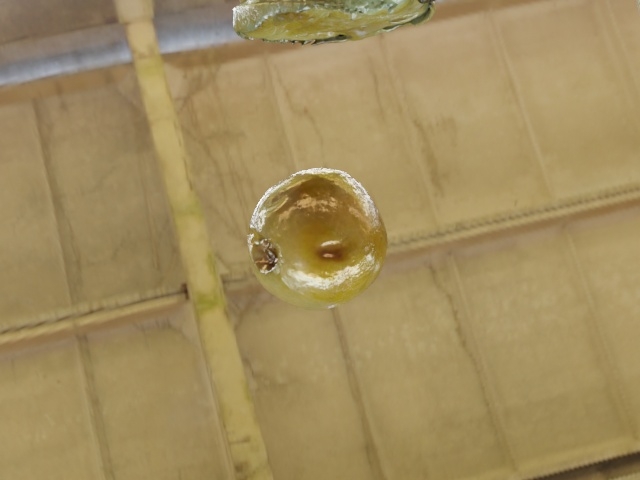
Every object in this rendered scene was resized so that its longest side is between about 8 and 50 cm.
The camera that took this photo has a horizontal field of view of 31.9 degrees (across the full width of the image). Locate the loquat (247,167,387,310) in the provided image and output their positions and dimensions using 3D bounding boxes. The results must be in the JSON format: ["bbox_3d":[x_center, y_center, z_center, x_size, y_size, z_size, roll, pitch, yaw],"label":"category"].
[{"bbox_3d":[-0.001,0.005,1.626,0.213,0.213,0.213,0,-123,-1],"label":"loquat"}]

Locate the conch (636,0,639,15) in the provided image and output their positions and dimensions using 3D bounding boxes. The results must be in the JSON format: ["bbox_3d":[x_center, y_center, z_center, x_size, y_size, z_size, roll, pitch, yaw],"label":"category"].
[{"bbox_3d":[0.330,-0.157,0.867,0.127,0.158,0.255,7,-108,-34],"label":"conch"}]

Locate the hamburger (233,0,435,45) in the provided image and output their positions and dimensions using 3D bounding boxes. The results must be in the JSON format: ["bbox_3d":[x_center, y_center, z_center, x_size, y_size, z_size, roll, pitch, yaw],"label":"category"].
[{"bbox_3d":[0.025,-0.348,1.521,0.265,0.285,0.134,-2,-88,35],"label":"hamburger"}]
